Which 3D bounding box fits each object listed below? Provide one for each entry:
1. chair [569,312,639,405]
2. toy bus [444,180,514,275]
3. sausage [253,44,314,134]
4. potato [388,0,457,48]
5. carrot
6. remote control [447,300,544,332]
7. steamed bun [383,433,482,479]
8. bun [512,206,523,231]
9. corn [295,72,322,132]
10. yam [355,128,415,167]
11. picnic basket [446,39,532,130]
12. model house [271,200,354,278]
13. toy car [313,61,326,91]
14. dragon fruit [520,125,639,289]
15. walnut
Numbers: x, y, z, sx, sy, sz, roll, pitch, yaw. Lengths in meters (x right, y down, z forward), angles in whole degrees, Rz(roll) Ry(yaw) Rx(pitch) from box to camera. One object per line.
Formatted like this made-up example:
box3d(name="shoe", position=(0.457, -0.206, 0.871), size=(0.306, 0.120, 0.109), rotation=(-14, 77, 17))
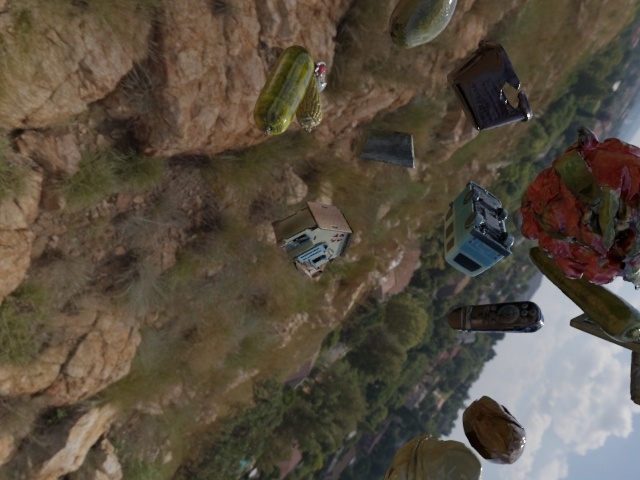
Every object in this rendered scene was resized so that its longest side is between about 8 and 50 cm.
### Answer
box3d(name="chair", position=(0.690, 0.258, 0.891), size=(0.136, 0.270, 0.147), rotation=(-11, 103, -33))
box3d(name="toy bus", position=(0.439, -0.034, 1.221), size=(0.165, 0.133, 0.271), rotation=(-52, -170, 38))
box3d(name="sausage", position=(-0.111, -0.466, 1.304), size=(0.123, 0.123, 0.347), rotation=(63, 44, -61))
box3d(name="potato", position=(0.310, -0.687, 1.255), size=(0.174, 0.159, 0.251), rotation=(-44, 174, -35))
box3d(name="carrot", position=(0.567, 0.095, 0.943), size=(0.359, 0.074, 0.074), rotation=(-102, -149, -64))
box3d(name="remote control", position=(0.496, 0.227, 1.206), size=(0.066, 0.265, 0.090), rotation=(48, 50, -28))
box3d(name="steamed bun", position=(0.269, 0.660, 1.136), size=(0.276, 0.203, 0.289), rotation=(-60, 175, -32))
box3d(name="bun", position=(0.560, -0.059, 1.149), size=(0.083, 0.045, 0.083), rotation=(-5, 112, -13))
box3d(name="corn", position=(-0.047, -0.531, 1.574), size=(0.106, 0.106, 0.293), rotation=(76, 9, -56))
box3d(name="yam", position=(0.281, -0.385, 1.750), size=(0.154, 0.254, 0.154), rotation=(12, 90, -87))
box3d(name="picnic basket", position=(0.427, -0.391, 1.107), size=(0.129, 0.223, 0.297), rotation=(-27, -162, 22))
box3d(name="model house", position=(0.000, 0.000, 1.542), size=(0.244, 0.169, 0.326), rotation=(-31, 146, 5))
box3d(name="toy car", position=(-0.033, -0.658, 1.732), size=(0.112, 0.139, 0.112), rotation=(68, 24, -9))
box3d(name="dragon fruit", position=(0.473, -0.045, 0.720), size=(0.237, 0.231, 0.302), rotation=(-67, 169, 24))
box3d(name="walnut", position=(0.424, 0.467, 1.044), size=(0.137, 0.137, 0.245), rotation=(-55, 174, -2))
